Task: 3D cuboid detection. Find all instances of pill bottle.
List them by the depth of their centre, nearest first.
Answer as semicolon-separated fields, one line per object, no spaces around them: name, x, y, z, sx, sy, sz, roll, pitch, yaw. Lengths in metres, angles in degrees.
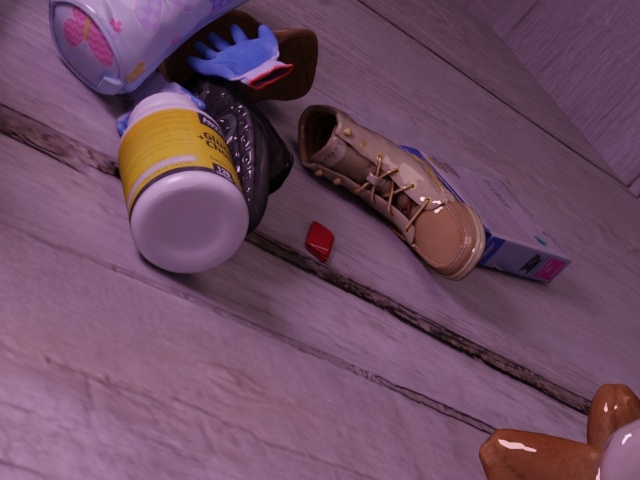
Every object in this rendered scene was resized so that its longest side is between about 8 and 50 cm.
pill bottle;-0.129;-0.060;1.166;0.103;0.103;0.184;30;22;-30

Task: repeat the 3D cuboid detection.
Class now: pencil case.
pencil case;-0.155;-0.262;1.354;0.273;0.113;0.124;-40;111;-32

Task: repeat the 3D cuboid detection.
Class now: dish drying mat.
dish drying mat;0.000;0.000;1.432;0.032;0.008;0.083;38;19;-6

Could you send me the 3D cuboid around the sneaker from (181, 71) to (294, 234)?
sneaker;-0.078;-0.085;1.335;0.130;0.109;0.286;40;20;-29

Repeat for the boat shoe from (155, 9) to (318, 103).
boat shoe;-0.126;-0.229;1.579;0.123;0.123;0.342;16;15;24

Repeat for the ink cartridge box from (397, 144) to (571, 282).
ink cartridge box;0.229;-0.036;1.877;0.311;0.065;0.186;17;30;-55

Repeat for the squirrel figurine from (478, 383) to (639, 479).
squirrel figurine;0.391;0.302;1.227;0.397;0.281;0.370;65;16;21

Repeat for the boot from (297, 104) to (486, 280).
boot;0.083;-0.065;1.603;0.203;0.095;0.262;29;20;-34

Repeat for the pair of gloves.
pair of gloves;-0.126;-0.165;1.324;0.159;0.198;0.023;44;-20;57

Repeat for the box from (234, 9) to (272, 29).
box;-0.107;-0.268;1.733;0.083;0.067;0.018;21;28;-48
